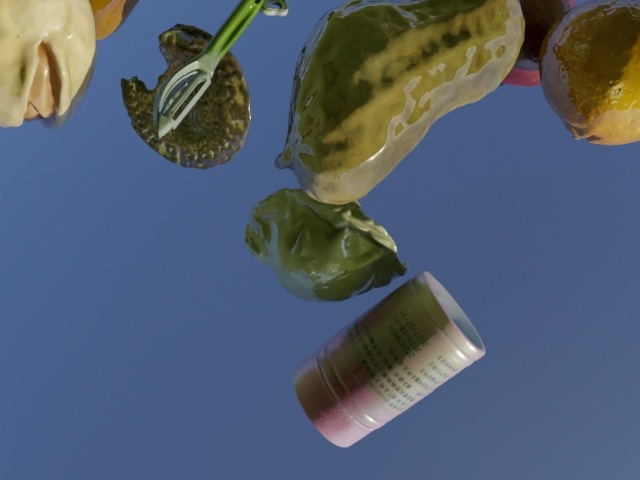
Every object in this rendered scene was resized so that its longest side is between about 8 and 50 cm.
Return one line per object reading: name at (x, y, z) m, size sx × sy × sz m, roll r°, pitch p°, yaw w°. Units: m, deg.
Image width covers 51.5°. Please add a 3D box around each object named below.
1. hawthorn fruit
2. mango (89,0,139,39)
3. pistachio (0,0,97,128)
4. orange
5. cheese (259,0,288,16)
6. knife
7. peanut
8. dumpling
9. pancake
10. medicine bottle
hawthorn fruit at (0.319, -0.340, 1.096) m, size 0.202 × 0.185 × 0.185 m, roll -17°, pitch -111°, yaw -22°
mango at (-0.388, -0.464, 1.217) m, size 0.120 × 0.151 × 0.221 m, roll 31°, pitch -71°, yaw -18°
pistachio at (-0.448, -0.287, 1.005) m, size 0.193 × 0.318 × 0.214 m, roll -8°, pitch -115°, yaw -32°
orange at (0.415, -0.238, 0.943) m, size 0.193 × 0.219 × 0.219 m, roll -46°, pitch -109°, yaw 5°
cheese at (-0.119, -0.484, 1.171) m, size 0.163 × 0.071 × 0.249 m, roll 15°, pitch -129°, yaw -6°
knife at (-0.081, -0.137, 0.485) m, size 0.026 × 0.022 × 0.184 m, roll 25°, pitch -126°, yaw 1°
peanut at (0.074, -0.165, 0.634) m, size 0.291 × 0.159 × 0.143 m, roll -39°, pitch -143°, yaw -13°
dumpling at (0.000, 0.000, 0.987) m, size 0.258 × 0.193 × 0.147 m, roll 8°, pitch -132°, yaw 20°
pancake at (-0.252, -0.260, 1.229) m, size 0.286 × 0.288 × 0.033 m, roll 20°, pitch -142°, yaw 19°
medicine bottle at (0.097, 0.177, 0.985) m, size 0.254 × 0.152 × 0.152 m, roll -39°, pitch -110°, yaw 15°
